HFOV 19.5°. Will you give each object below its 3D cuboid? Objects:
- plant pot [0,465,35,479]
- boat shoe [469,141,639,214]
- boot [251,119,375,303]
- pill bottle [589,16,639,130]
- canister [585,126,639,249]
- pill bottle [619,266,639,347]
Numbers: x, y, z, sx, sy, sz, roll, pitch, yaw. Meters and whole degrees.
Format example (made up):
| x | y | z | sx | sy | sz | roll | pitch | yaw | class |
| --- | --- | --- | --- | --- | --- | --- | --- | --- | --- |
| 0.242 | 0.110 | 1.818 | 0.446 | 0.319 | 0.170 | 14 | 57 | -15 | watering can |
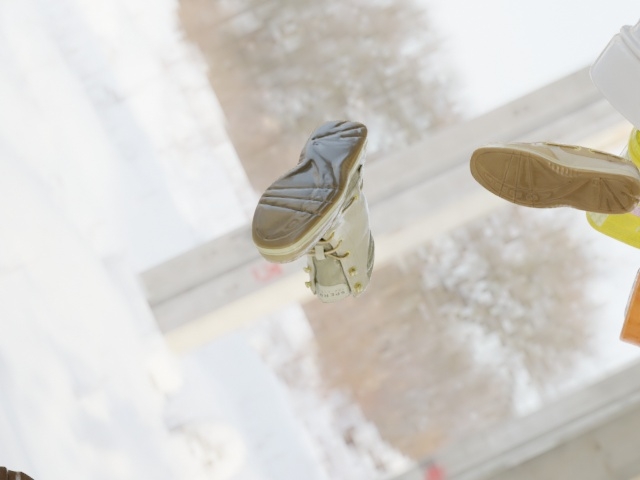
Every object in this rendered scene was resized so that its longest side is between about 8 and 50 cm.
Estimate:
| x | y | z | sx | sy | sz | roll | pitch | yaw | class |
| --- | --- | --- | --- | --- | --- | --- | --- | --- | --- |
| -0.398 | 0.360 | 2.181 | 0.167 | 0.165 | 0.167 | 30 | 34 | -23 | plant pot |
| 0.233 | -0.067 | 1.829 | 0.059 | 0.170 | 0.063 | -63 | 164 | -57 | boat shoe |
| 0.000 | 0.000 | 1.840 | 0.213 | 0.077 | 0.165 | -59 | 150 | -49 | boot |
| 0.345 | -0.209 | 1.310 | 0.188 | 0.334 | 0.188 | 31 | 21 | -13 | pill bottle |
| 0.394 | -0.062 | 2.170 | 0.170 | 0.126 | 0.073 | 116 | -4 | -56 | canister |
| 0.399 | 0.085 | 1.686 | 0.130 | 0.246 | 0.130 | 17 | 90 | -80 | pill bottle |
